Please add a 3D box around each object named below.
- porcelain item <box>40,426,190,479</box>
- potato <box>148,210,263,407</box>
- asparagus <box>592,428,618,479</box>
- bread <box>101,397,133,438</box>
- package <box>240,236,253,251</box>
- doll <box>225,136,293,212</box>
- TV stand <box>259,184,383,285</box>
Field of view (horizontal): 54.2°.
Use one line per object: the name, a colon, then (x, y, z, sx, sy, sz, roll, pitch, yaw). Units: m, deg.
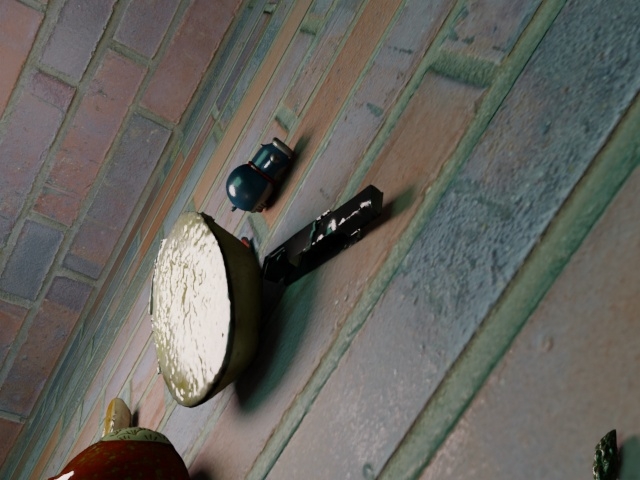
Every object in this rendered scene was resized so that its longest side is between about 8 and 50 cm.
porcelain item: (-0.297, 0.360, 0.823, 0.253, 0.253, 0.253, -47, 29, 36)
potato: (-0.159, 0.105, 0.928, 0.239, 0.116, 0.299, -52, 43, 25)
asparagus: (0.155, 0.159, 0.335, 0.015, 0.014, 0.114, -5, 56, 25)
bread: (-0.400, 0.399, 1.227, 0.073, 0.053, 0.214, -56, 27, 29)
package: (-0.180, 0.113, 1.076, 0.232, 0.040, 0.166, -51, 28, 11)
doll: (-0.109, -0.110, 1.095, 0.152, 0.085, 0.114, -51, 10, 4)
TV stand: (0.000, 0.000, 0.794, 0.249, 0.042, 0.036, -34, 35, 49)
